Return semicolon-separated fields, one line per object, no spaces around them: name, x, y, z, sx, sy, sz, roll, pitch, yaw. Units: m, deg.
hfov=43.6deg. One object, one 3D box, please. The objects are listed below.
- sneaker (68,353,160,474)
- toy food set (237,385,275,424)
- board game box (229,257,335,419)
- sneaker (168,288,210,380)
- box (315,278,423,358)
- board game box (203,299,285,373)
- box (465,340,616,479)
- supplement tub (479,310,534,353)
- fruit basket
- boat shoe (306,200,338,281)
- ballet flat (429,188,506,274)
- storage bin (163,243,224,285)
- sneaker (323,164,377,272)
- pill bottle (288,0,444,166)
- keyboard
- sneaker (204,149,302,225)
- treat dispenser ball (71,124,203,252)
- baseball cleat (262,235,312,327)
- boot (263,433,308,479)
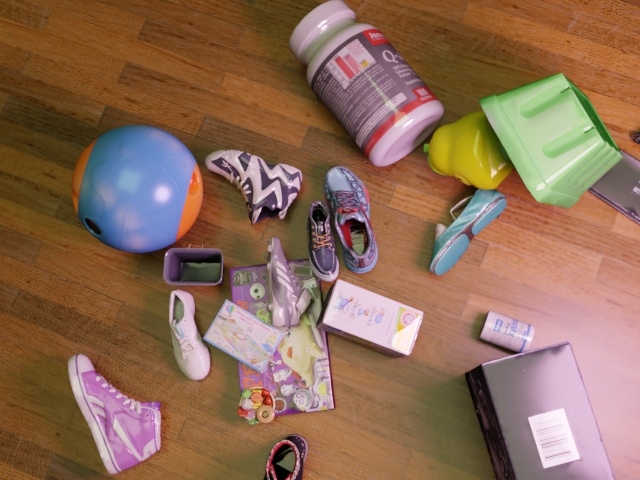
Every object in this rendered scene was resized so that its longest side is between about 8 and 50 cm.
sneaker;-0.450;0.363;1.803;0.161;0.102;0.282;-26;87;-5
toy food set;-0.141;0.363;1.765;0.083;0.020;0.083;-2;78;5
board game box;-0.088;0.222;1.825;0.208;0.056;0.346;-9;77;7
sneaker;-0.311;0.214;1.819;0.080;0.094;0.212;-18;77;-1
box;0.106;0.175;1.762;0.203;0.114;0.103;21;76;-3
board game box;-0.171;0.215;1.796;0.154;0.026;0.103;29;82;10
box;0.435;0.399;1.604;0.179;0.312;0.343;-15;76;2
supplement tub;0.413;0.204;1.773;0.107;0.071;0.071;19;80;8
fruit basket;0.421;-0.186;1.735;0.392;0.392;0.282;-26;76;-1
boat shoe;0.000;0.000;1.814;0.065;0.083;0.183;-8;55;-9
ballet flat;0.318;-0.027;1.837;0.247;0.083;0.087;-46;54;-6
storage bin;-0.284;0.062;1.852;0.135;0.091;0.098;1;78;4
sneaker;0.074;-0.061;1.831;0.104;0.125;0.261;-18;77;0
pill bottle;0.099;-0.367;1.853;0.210;0.210;0.363;-37;78;-4
keyboard;0.764;-0.133;1.839;0.317;0.033;0.201;36;89;10
sneaker;-0.172;-0.116;1.879;0.235;0.094;0.153;16;71;-2
treat dispenser ball;-0.409;-0.115;1.800;0.288;0.288;0.288;-1;78;5
baseball cleat;-0.074;0.093;1.803;0.110;0.072;0.205;0;82;-9
boot;-0.091;0.525;1.688;0.085;0.178;0.236;16;79;8
